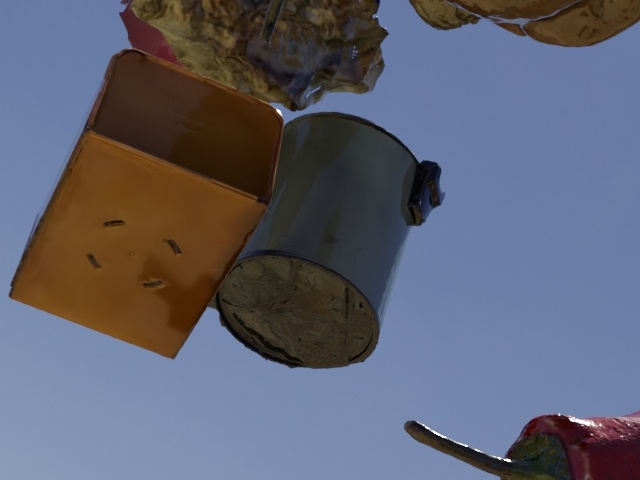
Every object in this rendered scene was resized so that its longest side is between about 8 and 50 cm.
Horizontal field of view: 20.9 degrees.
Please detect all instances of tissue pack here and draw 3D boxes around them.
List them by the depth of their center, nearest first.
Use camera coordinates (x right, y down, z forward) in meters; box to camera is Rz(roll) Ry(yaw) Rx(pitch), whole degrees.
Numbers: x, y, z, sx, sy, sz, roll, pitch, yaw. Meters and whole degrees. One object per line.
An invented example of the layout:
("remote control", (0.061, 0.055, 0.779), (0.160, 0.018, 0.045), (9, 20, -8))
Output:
("tissue pack", (-0.179, -0.035, 1.766), (0.194, 0.145, 0.274), (21, -45, -14))

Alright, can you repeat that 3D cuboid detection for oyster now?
("oyster", (-0.067, -0.251, 2.163), (0.354, 0.201, 0.107), (6, 29, -18))

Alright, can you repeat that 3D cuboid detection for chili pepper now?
("chili pepper", (0.226, 0.213, 1.496), (0.338, 0.131, 0.134), (-3, 10, -43))

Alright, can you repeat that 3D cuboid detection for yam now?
("yam", (-0.039, -0.241, 1.694), (0.014, 0.107, 0.014), (18, -8, 3))

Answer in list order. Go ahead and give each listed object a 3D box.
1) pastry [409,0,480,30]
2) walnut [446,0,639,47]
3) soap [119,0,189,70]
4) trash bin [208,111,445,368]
("pastry", (0.178, -0.322, 1.995), (0.182, 0.192, 0.093), (-30, -69, 28))
("walnut", (0.206, -0.390, 1.640), (0.383, 0.383, 0.383), (26, -19, 10))
("soap", (-0.159, -0.223, 2.348), (0.289, 0.112, 0.182), (60, 6, -10))
("trash bin", (0.000, 0.000, 2.231), (0.277, 0.262, 0.217), (1, -44, 19))
